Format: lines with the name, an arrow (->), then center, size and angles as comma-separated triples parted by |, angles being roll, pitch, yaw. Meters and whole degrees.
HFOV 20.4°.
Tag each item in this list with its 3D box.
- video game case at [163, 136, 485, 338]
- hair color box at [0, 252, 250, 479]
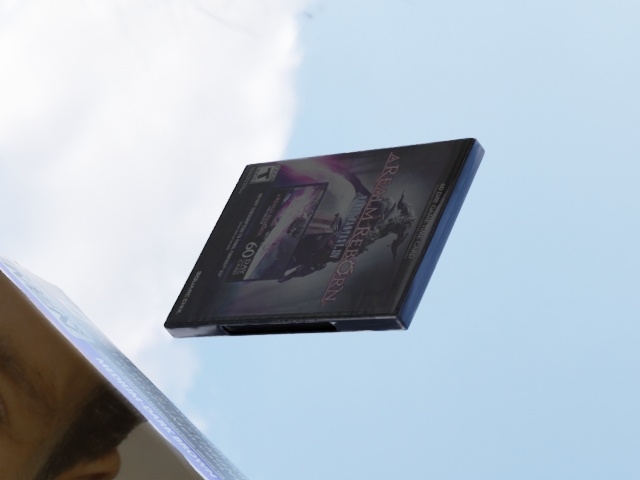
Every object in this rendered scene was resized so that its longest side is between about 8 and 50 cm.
video game case -> 0.000, 0.000, 1.580 | 0.274, 0.026, 0.196 | -5, -132, 42
hair color box -> -0.189, 0.189, 0.775 | 0.185, 0.110, 0.339 | 43, -92, 20
